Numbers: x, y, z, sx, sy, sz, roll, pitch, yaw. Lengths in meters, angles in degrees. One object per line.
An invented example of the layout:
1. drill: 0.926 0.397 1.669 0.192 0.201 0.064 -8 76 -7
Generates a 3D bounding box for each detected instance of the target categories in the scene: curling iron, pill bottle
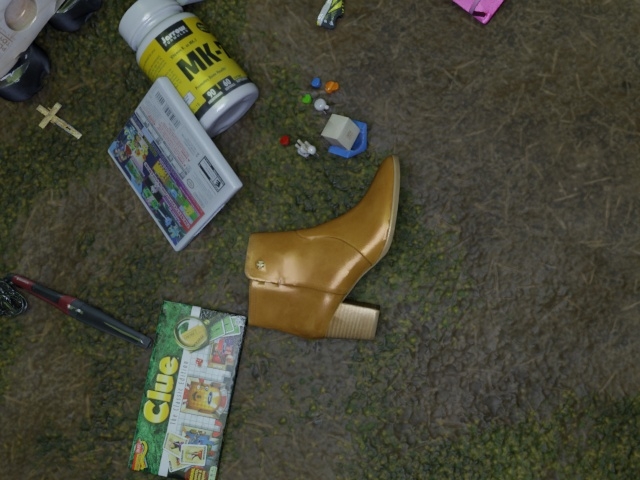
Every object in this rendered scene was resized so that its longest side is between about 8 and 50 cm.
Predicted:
1. curling iron: -0.388 0.116 1.148 0.274 0.035 0.068 17 89 6
2. pill bottle: -0.202 -0.268 1.126 0.119 0.119 0.208 -41 89 -1

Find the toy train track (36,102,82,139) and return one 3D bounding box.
1. toy train track: -0.419 -0.189 1.193 0.083 0.014 0.048 35 80 1

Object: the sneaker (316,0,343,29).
1. sneaker: 0.025 -0.373 1.181 0.035 0.031 0.083 30 91 -8

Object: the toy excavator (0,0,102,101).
1. toy excavator: -0.639 -0.386 1.153 0.445 0.222 0.433 36 87 20

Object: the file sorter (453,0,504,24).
1. file sorter: 0.179 -0.487 1.072 0.291 0.182 0.202 40 113 6

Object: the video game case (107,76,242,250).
1. video game case: -0.223 -0.111 1.114 0.183 0.023 0.201 -41 82 39

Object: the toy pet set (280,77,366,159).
1. toy pet set: 0.018 -0.177 1.154 0.114 0.065 0.122 23 81 40

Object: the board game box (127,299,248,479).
1. board game box: -0.200 0.230 1.128 0.136 0.030 0.259 10 85 6

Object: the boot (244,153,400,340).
1. boot: 0.000 0.001 1.103 0.211 0.104 0.295 11 89 4

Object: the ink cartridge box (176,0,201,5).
1. ink cartridge box: -0.176 -0.506 1.148 0.333 0.065 0.165 -40 83 25
